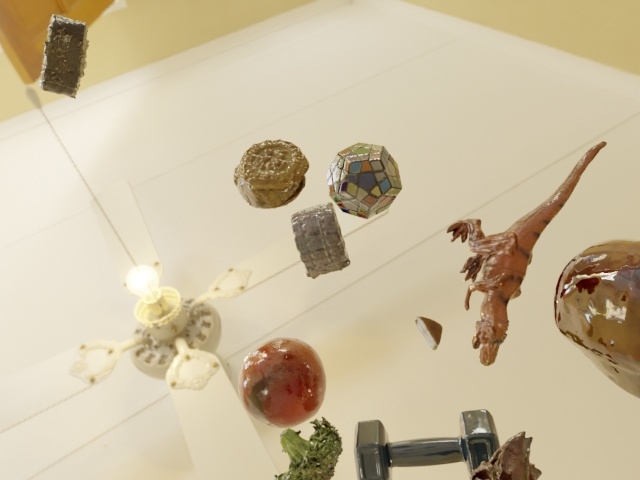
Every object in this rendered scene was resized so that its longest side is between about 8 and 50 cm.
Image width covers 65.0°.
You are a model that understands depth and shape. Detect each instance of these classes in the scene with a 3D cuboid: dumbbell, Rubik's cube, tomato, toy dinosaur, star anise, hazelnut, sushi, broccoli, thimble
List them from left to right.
[{"bbox_3d":[-0.507,-0.365,1.000,0.078,0.150,0.090,9,-157,-28],"label":"sushi"},{"bbox_3d":[-0.089,0.329,1.159,0.208,0.208,0.184,-3,-177,11],"label":"tomato"},{"bbox_3d":[-0.022,0.306,0.707,0.092,0.097,0.095,39,-144,21],"label":"broccoli"},{"bbox_3d":[0.000,-0.001,1.048,0.097,0.150,0.150,-16,-137,3],"label":"thimble"},{"bbox_3d":[0.062,-0.086,0.723,0.111,0.111,0.093,16,-111,27],"label":"Rubik's cube"},{"bbox_3d":[0.234,0.465,1.108,0.316,0.156,0.144,-9,-129,11],"label":"dumbbell"},{"bbox_3d":[0.262,0.437,0.828,0.288,0.288,0.088,-29,-137,-16],"label":"star anise"},{"bbox_3d":[0.332,0.005,0.915,0.208,0.097,0.432,15,-99,64],"label":"toy dinosaur"},{"bbox_3d":[0.437,0.092,0.643,0.251,0.217,0.217,26,-125,31],"label":"hazelnut"}]

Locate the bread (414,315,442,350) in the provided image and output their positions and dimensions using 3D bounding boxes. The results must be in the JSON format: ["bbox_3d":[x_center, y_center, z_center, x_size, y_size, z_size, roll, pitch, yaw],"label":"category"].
[{"bbox_3d":[0.329,0.265,1.475,0.062,0.043,0.109,-12,-127,-29],"label":"bread"}]

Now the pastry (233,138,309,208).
[{"bbox_3d":[-0.068,-0.091,0.695,0.109,0.057,0.097,-1,-128,4],"label":"pastry"}]
